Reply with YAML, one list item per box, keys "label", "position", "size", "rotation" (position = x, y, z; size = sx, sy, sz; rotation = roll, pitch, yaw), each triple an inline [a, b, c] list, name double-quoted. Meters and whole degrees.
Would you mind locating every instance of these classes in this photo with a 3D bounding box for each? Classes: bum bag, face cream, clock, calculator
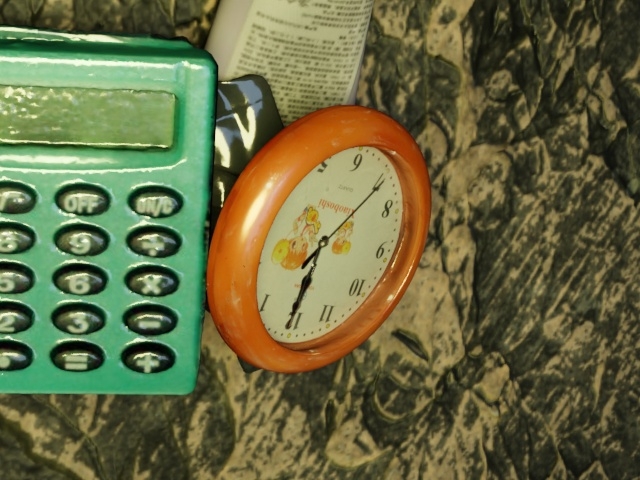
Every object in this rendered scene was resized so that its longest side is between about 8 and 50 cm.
- label: "bum bag"
  position: [-0.051, -0.009, 1.264]
  size: [0.123, 0.060, 0.248]
  rotation: [-30, 130, -4]
- label: "face cream"
  position: [-0.020, -0.156, 1.252]
  size: [0.154, 0.096, 0.274]
  rotation: [1, 117, -31]
- label: "clock"
  position: [0.000, 0.000, 1.225]
  size: [0.205, 0.051, 0.205]
  rotation: [-23, 126, -35]
- label: "calculator"
  position: [-0.197, -0.011, 1.159]
  size: [0.248, 0.058, 0.274]
  rotation: [2, 107, -9]
